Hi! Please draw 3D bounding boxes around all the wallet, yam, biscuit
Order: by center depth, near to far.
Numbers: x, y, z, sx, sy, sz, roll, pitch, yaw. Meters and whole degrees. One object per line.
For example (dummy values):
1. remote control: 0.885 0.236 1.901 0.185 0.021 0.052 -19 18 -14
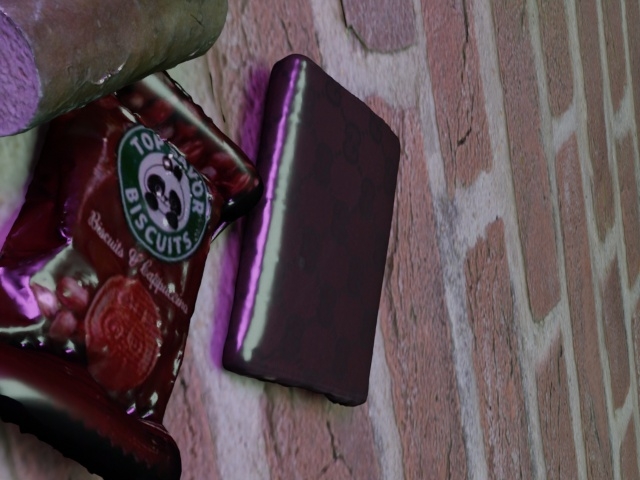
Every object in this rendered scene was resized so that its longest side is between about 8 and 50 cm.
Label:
1. yam: -0.110 -0.101 0.427 0.169 0.068 0.068 -45 126 -58
2. biscuit: -0.101 0.009 0.469 0.151 0.063 0.235 55 36 -44
3. wallet: 0.000 0.000 0.665 0.182 0.049 0.229 30 64 -56
